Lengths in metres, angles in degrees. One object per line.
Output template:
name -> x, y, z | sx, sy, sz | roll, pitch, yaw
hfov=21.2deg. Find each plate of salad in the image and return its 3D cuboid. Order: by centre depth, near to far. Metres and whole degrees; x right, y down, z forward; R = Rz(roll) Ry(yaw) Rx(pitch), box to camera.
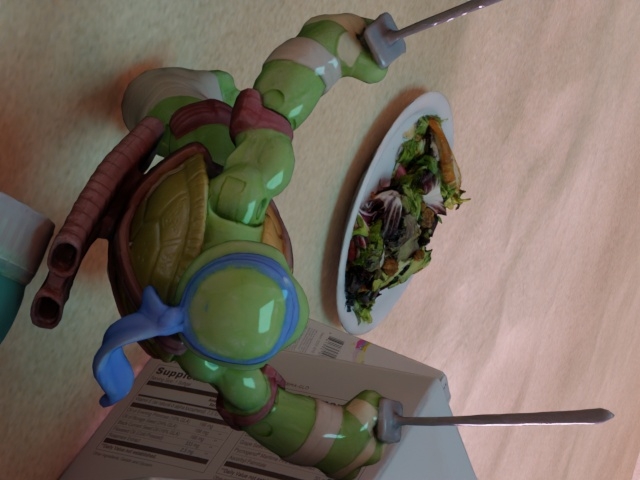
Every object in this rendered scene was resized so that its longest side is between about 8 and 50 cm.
plate of salad -> 0.068, -0.017, 1.323 | 0.200, 0.048, 0.200 | -52, 154, -39

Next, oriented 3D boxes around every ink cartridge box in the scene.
ink cartridge box -> 0.021, 0.119, 1.223 | 0.088, 0.122, 0.052 | -62, 158, -20

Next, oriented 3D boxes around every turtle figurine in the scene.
turtle figurine -> 0.000, 0.000, 0.818 | 0.275, 0.266, 0.198 | -31, 111, -10

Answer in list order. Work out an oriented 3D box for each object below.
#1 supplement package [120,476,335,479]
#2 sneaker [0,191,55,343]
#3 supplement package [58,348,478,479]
supplement package -> -0.024, 0.204, 0.743 | 0.203, 0.149, 0.194 | 6, 76, -37
sneaker -> -0.192, 0.017, 0.622 | 0.302, 0.108, 0.121 | 32, 75, -70
supplement package -> -0.045, 0.222, 0.989 | 0.262, 0.198, 0.199 | -55, 138, -35
